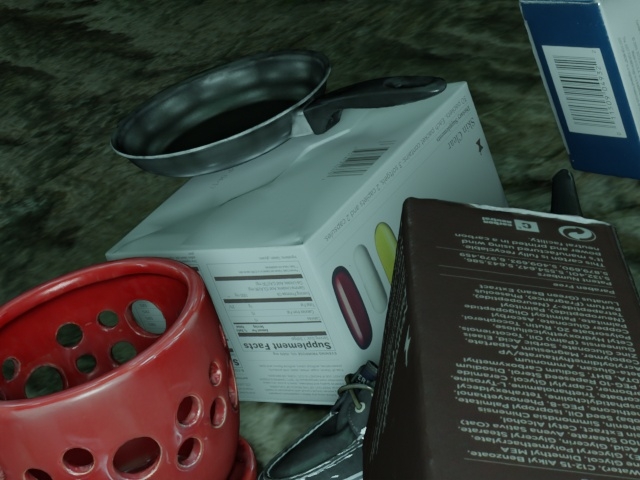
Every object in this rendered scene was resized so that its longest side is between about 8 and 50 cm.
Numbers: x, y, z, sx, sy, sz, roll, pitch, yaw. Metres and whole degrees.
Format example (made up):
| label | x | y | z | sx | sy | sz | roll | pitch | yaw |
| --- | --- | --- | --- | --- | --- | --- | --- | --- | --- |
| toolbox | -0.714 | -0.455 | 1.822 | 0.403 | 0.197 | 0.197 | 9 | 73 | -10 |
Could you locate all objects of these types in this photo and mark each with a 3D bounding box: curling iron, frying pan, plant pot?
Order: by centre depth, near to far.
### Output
| label | x | y | z | sx | sy | sz | roll | pitch | yaw |
| --- | --- | --- | --- | --- | --- | --- | --- | --- | --- |
| plant pot | -0.141 | 0.129 | 1.131 | 0.191 | 0.174 | 0.191 | -18 | 24 | 8 |
| curling iron | 0.185 | 0.003 | 1.305 | 0.068 | 0.035 | 0.274 | -12 | 26 | 19 |
| frying pan | -0.023 | -0.117 | 1.347 | 0.326 | 0.053 | 0.197 | -9 | 26 | 23 |

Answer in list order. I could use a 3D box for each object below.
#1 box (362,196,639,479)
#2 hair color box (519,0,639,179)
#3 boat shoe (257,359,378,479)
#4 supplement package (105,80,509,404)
| label | x | y | z | sx | sy | sz | roll | pitch | yaw |
| --- | --- | --- | --- | --- | --- | --- | --- | --- | --- |
| box | 0.099 | 0.143 | 0.854 | 0.143 | 0.191 | 0.381 | 7 | 24 | -4 |
| hair color box | 0.350 | -0.212 | 1.454 | 0.347 | 0.173 | 0.105 | -33 | 26 | -26 |
| boat shoe | 0.051 | 0.113 | 1.132 | 0.229 | 0.076 | 0.080 | -25 | 24 | -10 |
| supplement package | 0.000 | 0.000 | 1.323 | 0.204 | 0.145 | 0.262 | -2 | 31 | 38 |
